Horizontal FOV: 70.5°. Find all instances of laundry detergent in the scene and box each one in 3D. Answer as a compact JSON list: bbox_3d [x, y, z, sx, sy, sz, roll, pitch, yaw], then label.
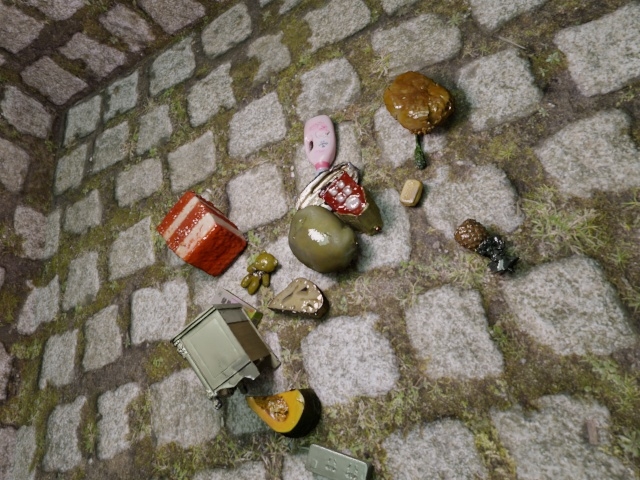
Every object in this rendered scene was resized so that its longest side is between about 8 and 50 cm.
[{"bbox_3d":[0.000,-0.428,2.129,0.158,0.088,0.336,-16,62,23],"label":"laundry detergent"}]

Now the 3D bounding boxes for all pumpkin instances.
[{"bbox_3d":[-0.134,0.609,1.715,0.280,0.139,0.190,32,90,32],"label":"pumpkin"}]

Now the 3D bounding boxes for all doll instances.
[{"bbox_3d":[-0.282,0.144,2.031,0.137,0.097,0.210,37,94,30],"label":"doll"}]

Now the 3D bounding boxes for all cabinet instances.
[{"bbox_3d":[-0.363,0.442,1.777,0.227,0.290,0.318,-39,78,5],"label":"cabinet"}]

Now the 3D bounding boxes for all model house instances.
[{"bbox_3d":[0.146,-0.137,1.857,0.160,0.196,0.254,-46,56,1],"label":"model house"}]

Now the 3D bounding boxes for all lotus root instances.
[{"bbox_3d":[0.033,-0.226,2.024,0.329,0.078,0.167,-38,92,7],"label":"lotus root"},{"bbox_3d":[-0.085,0.241,1.891,0.260,0.074,0.170,10,73,33],"label":"lotus root"}]

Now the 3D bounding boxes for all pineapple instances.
[{"bbox_3d":[0.589,0.027,1.601,0.237,0.111,0.119,43,122,30],"label":"pineapple"}]

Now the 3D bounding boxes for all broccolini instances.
[{"bbox_3d":[0.409,-0.407,1.922,0.054,0.051,0.239,-20,58,31],"label":"broccolini"}]

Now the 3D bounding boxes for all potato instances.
[{"bbox_3d":[0.000,0.000,1.860,0.243,0.221,0.326,-47,59,0],"label":"potato"}]

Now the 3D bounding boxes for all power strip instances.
[{"bbox_3d":[0.041,0.787,1.594,0.287,0.053,0.093,5,72,29],"label":"power strip"}]

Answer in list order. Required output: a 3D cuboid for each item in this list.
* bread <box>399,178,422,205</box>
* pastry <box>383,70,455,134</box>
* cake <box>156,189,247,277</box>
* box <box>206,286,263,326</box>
[{"bbox_3d":[0.372,-0.190,1.839,0.082,0.056,0.115,14,81,36],"label":"bread"},{"bbox_3d":[0.414,-0.572,1.914,0.255,0.162,0.311,-30,56,-11],"label":"pastry"},{"bbox_3d":[-0.559,-0.024,2.147,0.270,0.269,0.319,-49,54,1],"label":"cake"},{"bbox_3d":[-0.399,0.341,2.026,0.260,0.062,0.175,24,83,35],"label":"box"}]
